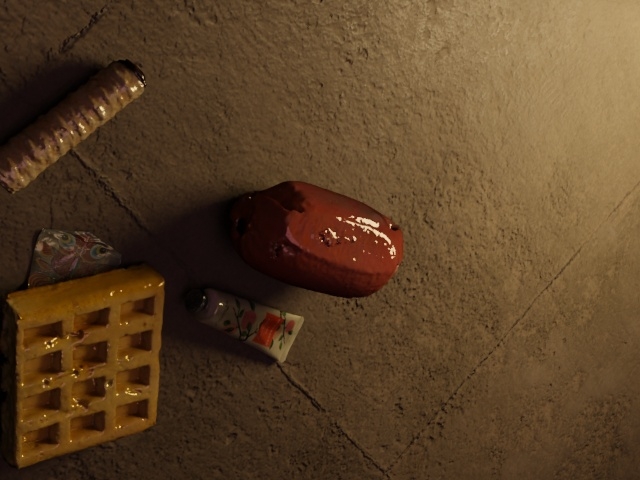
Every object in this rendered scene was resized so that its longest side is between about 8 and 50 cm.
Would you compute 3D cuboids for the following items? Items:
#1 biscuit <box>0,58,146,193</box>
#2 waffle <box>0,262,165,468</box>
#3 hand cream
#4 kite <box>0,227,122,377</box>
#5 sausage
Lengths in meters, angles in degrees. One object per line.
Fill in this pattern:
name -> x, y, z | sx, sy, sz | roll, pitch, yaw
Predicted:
biscuit -> -0.306, -0.142, 1.213 | 0.219, 0.055, 0.061 | -43, 94, -15
waffle -> -0.313, 0.167, 1.337 | 0.221, 0.055, 0.248 | -12, 119, -39
hand cream -> -0.110, 0.121, 1.497 | 0.234, 0.050, 0.080 | 28, 89, -48
kite -> -0.355, 0.090, 1.314 | 0.127, 0.016, 0.229 | 29, 89, -39
sausage -> 0.000, 0.000, 1.451 | 0.279, 0.152, 0.152 | 17, 100, -38
